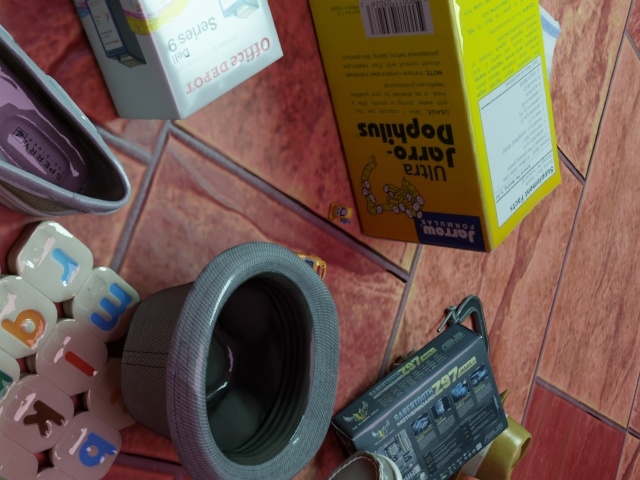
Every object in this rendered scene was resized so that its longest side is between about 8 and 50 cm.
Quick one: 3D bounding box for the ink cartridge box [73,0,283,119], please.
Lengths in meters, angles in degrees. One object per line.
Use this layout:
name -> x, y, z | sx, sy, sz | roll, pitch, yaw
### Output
ink cartridge box -> -0.137, -0.233, 0.747 | 0.154, 0.093, 0.213 | -41, 127, -39

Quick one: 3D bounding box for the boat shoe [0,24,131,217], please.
boat shoe -> -0.267, -0.122, 0.601 | 0.320, 0.103, 0.118 | 51, 59, -42

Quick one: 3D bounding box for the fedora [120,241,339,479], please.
fedora -> -0.096, 0.122, 0.819 | 0.275, 0.124, 0.244 | 6, 86, -63

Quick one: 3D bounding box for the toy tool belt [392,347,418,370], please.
toy tool belt -> 0.130, 0.198, 1.186 | 0.051, 0.052, 0.083 | -25, 119, -16

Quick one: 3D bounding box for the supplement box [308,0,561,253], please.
supplement box -> 0.144, -0.192, 1.013 | 0.194, 0.195, 0.357 | -37, 123, -40

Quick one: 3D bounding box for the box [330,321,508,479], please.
box -> 0.142, 0.250, 1.142 | 0.232, 0.059, 0.183 | -35, 125, -19

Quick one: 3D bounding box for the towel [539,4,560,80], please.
towel -> 0.307, -0.249, 1.325 | 0.209, 0.034, 0.285 | 18, 83, -49

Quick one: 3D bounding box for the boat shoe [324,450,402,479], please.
boat shoe -> -0.019, 0.381, 0.970 | 0.324, 0.116, 0.097 | -54, 133, -14

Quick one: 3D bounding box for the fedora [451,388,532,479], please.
fedora -> 0.276, 0.327, 1.304 | 0.194, 0.079, 0.194 | -49, 157, -29

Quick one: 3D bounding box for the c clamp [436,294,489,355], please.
c clamp -> 0.227, 0.159, 1.313 | 0.137, 0.022, 0.161 | -48, 129, -41

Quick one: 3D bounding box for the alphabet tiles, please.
alphabet tiles -> -0.269, 0.130, 0.707 | 0.278, 0.021, 0.284 | 50, 59, -42

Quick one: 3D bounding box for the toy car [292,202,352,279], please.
toy car -> 0.000, 0.000, 0.993 | 0.060, 0.040, 0.122 | 39, 67, -46
